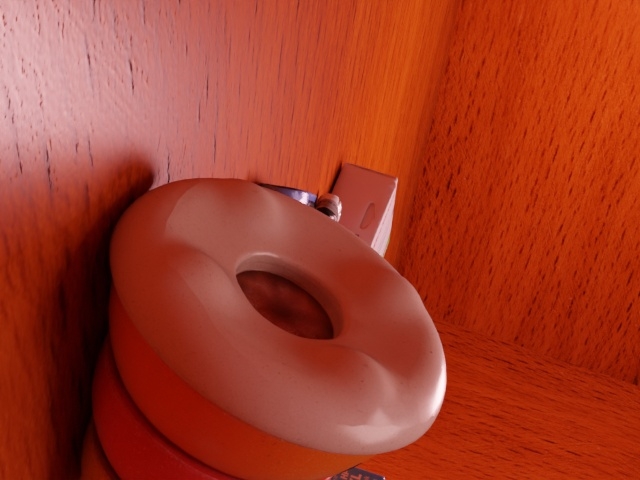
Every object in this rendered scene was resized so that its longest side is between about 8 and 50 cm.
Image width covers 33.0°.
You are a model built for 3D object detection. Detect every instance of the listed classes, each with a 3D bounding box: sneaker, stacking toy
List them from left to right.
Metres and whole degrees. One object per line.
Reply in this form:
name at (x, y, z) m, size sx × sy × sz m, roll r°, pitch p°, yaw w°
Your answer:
stacking toy at (-0.127, 0.206, 1.112) m, size 0.480 × 0.351 × 0.350 m, roll -57°, pitch 179°, yaw 28°
sneaker at (-0.051, -0.026, 1.585) m, size 0.232 × 0.081 × 0.090 m, roll 49°, pitch 53°, yaw -81°
sneaker at (0.000, 0.000, 2.029) m, size 0.075 × 0.063 × 0.170 m, roll -55°, pitch 156°, yaw -63°

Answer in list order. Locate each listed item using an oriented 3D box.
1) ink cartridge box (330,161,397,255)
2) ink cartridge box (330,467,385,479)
ink cartridge box at (0.067, 0.003, 2.242) m, size 0.289 × 0.122 × 0.211 m, roll 91°, pitch 20°, yaw -63°
ink cartridge box at (-0.099, 0.357, 1.333) m, size 0.129 × 0.308 × 0.223 m, roll -64°, pitch 169°, yaw -51°
